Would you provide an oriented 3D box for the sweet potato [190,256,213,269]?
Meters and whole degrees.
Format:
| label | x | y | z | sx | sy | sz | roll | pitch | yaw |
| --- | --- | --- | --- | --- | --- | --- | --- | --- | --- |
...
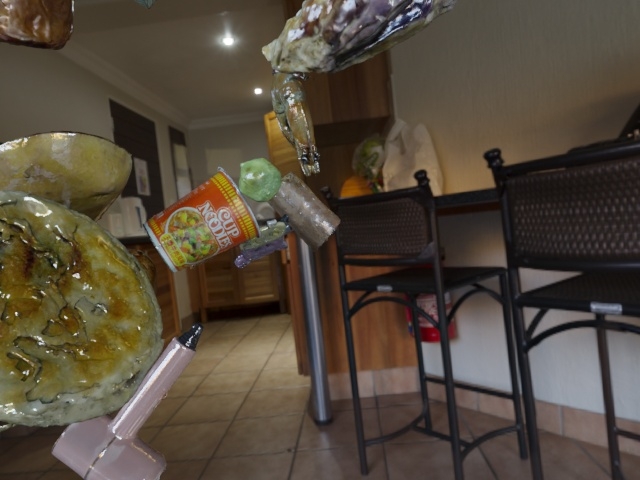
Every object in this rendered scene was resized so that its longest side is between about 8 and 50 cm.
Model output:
| label | x | y | z | sx | sy | sz | roll | pitch | yaw |
| --- | --- | --- | --- | --- | --- | --- | --- | --- | --- |
| sweet potato | -0.295 | 0.003 | 1.218 | 0.226 | 0.068 | 0.068 | -45 | -2 | 8 |

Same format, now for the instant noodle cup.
| label | x | y | z | sx | sy | sz | roll | pitch | yaw |
| --- | --- | --- | --- | --- | --- | --- | --- | --- | --- |
| instant noodle cup | -0.274 | -0.036 | 0.998 | 0.212 | 0.193 | 0.193 | -32 | 10 | -15 |

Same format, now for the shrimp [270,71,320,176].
| label | x | y | z | sx | sy | sz | roll | pitch | yaw |
| --- | --- | --- | --- | --- | --- | --- | --- | --- | --- |
| shrimp | -0.045 | -0.185 | 0.707 | 0.041 | 0.180 | 0.099 | -17 | -6 | -33 |

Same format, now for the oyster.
| label | x | y | z | sx | sy | sz | roll | pitch | yaw |
| --- | --- | --- | --- | --- | --- | --- | --- | --- | --- |
| oyster | 0.067 | -0.321 | 0.536 | 0.275 | 0.271 | 0.100 | 16 | -17 | 44 |

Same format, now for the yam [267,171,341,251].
| label | x | y | z | sx | sy | sz | roll | pitch | yaw |
| --- | --- | --- | --- | --- | --- | --- | --- | --- | --- |
| yam | -0.055 | -0.089 | 1.315 | 0.129 | 0.238 | 0.128 | -45 | -3 | 2 |

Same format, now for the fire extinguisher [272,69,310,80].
| label | x | y | z | sx | sy | sz | roll | pitch | yaw |
| --- | --- | --- | --- | --- | --- | --- | --- | --- | --- |
| fire extinguisher | -0.082 | -0.469 | 1.219 | 0.100 | 0.046 | 0.032 | 3 | -20 | -20 |

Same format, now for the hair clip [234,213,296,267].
| label | x | y | z | sx | sy | sz | roll | pitch | yaw |
| --- | --- | --- | --- | --- | --- | --- | --- | --- | --- |
| hair clip | -0.143 | -0.006 | 1.176 | 0.187 | 0.056 | 0.146 | -34 | -25 | -28 |

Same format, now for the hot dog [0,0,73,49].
| label | x | y | z | sx | sy | sz | roll | pitch | yaw |
| --- | --- | --- | --- | --- | --- | --- | --- | --- | --- |
| hot dog | -0.561 | -0.505 | 0.819 | 0.122 | 0.272 | 0.196 | 20 | 23 | 41 |

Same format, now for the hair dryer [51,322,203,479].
| label | x | y | z | sx | sy | sz | roll | pitch | yaw |
| --- | --- | --- | --- | --- | --- | --- | --- | --- | --- |
| hair dryer | -0.320 | 0.311 | 0.835 | 0.189 | 0.344 | 0.107 | 36 | -4 | 2 |

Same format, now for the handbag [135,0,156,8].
| label | x | y | z | sx | sy | sz | roll | pitch | yaw |
| --- | --- | --- | --- | --- | --- | --- | --- | --- | --- |
| handbag | -0.352 | -0.663 | 0.960 | 0.079 | 0.256 | 0.219 | 25 | -30 | -14 |

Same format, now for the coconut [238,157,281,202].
| label | x | y | z | sx | sy | sz | roll | pitch | yaw |
| --- | --- | --- | --- | --- | --- | --- | --- | --- | --- |
| coconut | -0.129 | -0.128 | 0.912 | 0.096 | 0.087 | 0.088 | 37 | -1 | -5 |

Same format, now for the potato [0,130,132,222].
| label | x | y | z | sx | sy | sz | roll | pitch | yaw |
| --- | --- | --- | --- | --- | --- | --- | --- | --- | --- |
| potato | -0.491 | -0.083 | 0.802 | 0.299 | 0.115 | 0.239 | -22 | -22 | 15 |

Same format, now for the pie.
| label | x | y | z | sx | sy | sz | roll | pitch | yaw |
| --- | --- | --- | --- | --- | --- | --- | --- | --- | --- |
| pie | -0.351 | 0.079 | 0.547 | 0.077 | 0.339 | 0.339 | -42 | -18 | 31 |

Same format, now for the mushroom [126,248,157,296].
| label | x | y | z | sx | sy | sz | roll | pitch | yaw |
| --- | --- | --- | --- | --- | --- | --- | --- | --- | --- |
| mushroom | -0.469 | 0.152 | 0.959 | 0.255 | 0.267 | 0.267 | -15 | 5 | -14 |
